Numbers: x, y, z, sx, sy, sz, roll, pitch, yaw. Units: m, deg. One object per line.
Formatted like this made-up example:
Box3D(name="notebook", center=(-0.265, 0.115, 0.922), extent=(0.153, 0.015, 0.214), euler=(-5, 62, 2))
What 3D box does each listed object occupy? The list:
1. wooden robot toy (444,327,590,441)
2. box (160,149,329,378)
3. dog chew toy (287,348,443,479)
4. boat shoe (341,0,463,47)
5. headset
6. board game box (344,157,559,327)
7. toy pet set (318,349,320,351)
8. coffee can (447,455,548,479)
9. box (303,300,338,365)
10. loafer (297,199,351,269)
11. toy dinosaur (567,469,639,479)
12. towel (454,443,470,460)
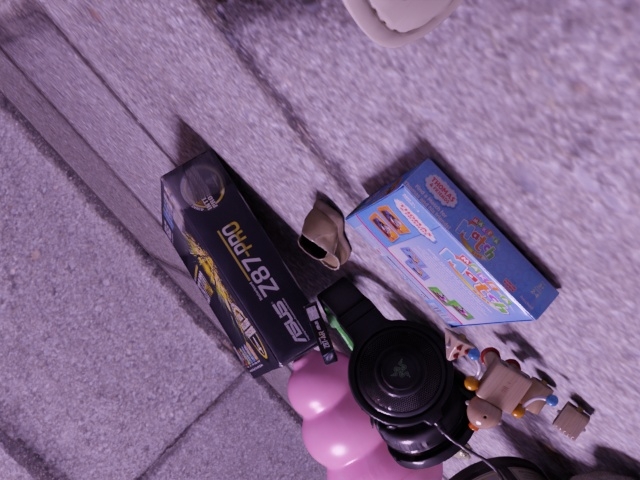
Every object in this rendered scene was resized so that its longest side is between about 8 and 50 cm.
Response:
Box3D(name="wooden robot toy", center=(0.184, 0.163, 1.002), extent=(0.173, 0.079, 0.076), euler=(31, -171, -3))
Box3D(name="box", center=(-0.132, 0.054, 1.523), extent=(0.318, 0.097, 0.395), euler=(60, 167, 3))
Box3D(name="dog chew toy", center=(0.064, 0.331, 1.689), extent=(0.332, 0.207, 0.206), euler=(55, 166, -6))
Box3D(name="boat shoe", center=(0.007, -0.218, 0.376), extent=(0.097, 0.116, 0.324), euler=(42, 163, 33))
Box3D(name="headset", center=(0.098, 0.220, 1.249), extent=(0.394, 0.185, 0.243), euler=(49, 172, 41))
Box3D(name="board game box", center=(0.112, 0.011, 0.900), extent=(0.160, 0.039, 0.211), euler=(46, 168, -4))
Box3D(name="toy pet set", center=(0.024, 0.255, 1.839), extent=(0.114, 0.065, 0.122), euler=(42, 166, 11))
Box3D(name="coffee can", center=(0.267, 0.431, 1.204), extent=(0.201, 0.201, 0.275), euler=(53, 179, -32))
Box3D(name="box", center=(0.001, 0.122, 1.295), extent=(0.067, 0.018, 0.083), euler=(102, 148, -88))
Box3D(name="loafer", center=(0.000, 0.000, 1.177), extent=(0.056, 0.050, 0.148), euler=(40, 166, 22))
Box3D(name="toy dinosaur", center=(0.328, 0.298, 1.020), extent=(0.160, 0.121, 0.313), euler=(62, 167, -17))
Box3D(name="towel", center=(0.180, 0.303, 1.597), extent=(0.148, 0.027, 0.110), euler=(45, 166, -2))
